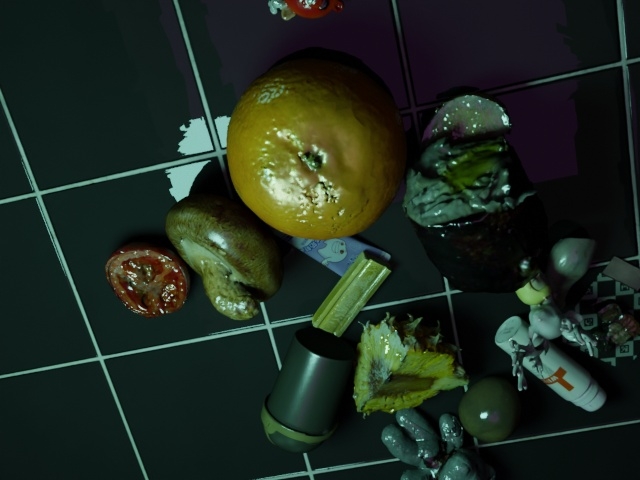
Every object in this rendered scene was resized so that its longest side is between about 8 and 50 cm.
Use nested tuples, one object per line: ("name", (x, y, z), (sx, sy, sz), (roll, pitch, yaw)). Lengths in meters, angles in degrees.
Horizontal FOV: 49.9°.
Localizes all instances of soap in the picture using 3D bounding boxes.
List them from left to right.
("soap", (0.080, 0.145, 1.823), (0.092, 0.037, 0.252), (27, 114, -22))

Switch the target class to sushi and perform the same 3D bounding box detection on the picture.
("sushi", (0.356, -0.054, 1.550), (0.281, 0.300, 0.294), (-19, 131, 18))
("sushi", (0.781, 0.230, 1.822), (0.231, 0.047, 0.220), (25, 111, -6))

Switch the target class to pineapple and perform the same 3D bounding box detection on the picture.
("pineapple", (0.248, 0.303, 1.845), (0.286, 0.209, 0.344), (2, 139, -25))

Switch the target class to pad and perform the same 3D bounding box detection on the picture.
("pad", (0.765, 0.140, 1.816), (0.113, 0.006, 0.188), (26, 111, -7))

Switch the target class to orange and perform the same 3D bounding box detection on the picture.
("orange", (-0.013, -0.200, 1.562), (0.423, 0.326, 0.424), (2, 106, 8))

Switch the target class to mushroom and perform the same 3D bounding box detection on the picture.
("mushroom", (-0.232, 0.021, 1.681), (0.345, 0.239, 0.345), (26, 131, 35))
("mushroom", (0.625, 0.087, 1.760), (0.116, 0.093, 0.225), (13, 106, -24))

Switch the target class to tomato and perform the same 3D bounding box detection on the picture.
("tomato", (-0.448, 0.092, 1.822), (0.227, 0.101, 0.228), (3, 118, 6))

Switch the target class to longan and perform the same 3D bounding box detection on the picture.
("longan", (0.461, 0.461, 1.868), (0.189, 0.189, 0.189), (1, 110, 3))

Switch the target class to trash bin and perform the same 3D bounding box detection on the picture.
("trash bin", (-0.036, 0.424, 1.859), (0.214, 0.214, 0.334), (20, 105, -4))

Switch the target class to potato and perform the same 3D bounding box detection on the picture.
("potato", (0.328, -0.273, 1.644), (0.243, 0.098, 0.138), (-25, 101, 23))

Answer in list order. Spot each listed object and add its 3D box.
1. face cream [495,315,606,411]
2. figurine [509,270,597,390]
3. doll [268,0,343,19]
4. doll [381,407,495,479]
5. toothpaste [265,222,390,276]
("face cream", (0.626, 0.341, 1.847), (0.345, 0.102, 0.102), (38, 108, -9))
("figurine", (0.500, 0.181, 1.659), (0.316, 0.284, 0.206), (46, 115, 11))
("doll", (-0.045, -0.583, 1.560), (0.217, 0.085, 0.183), (43, 106, -2))
("doll", (0.329, 0.608, 1.908), (0.340, 0.158, 0.246), (48, 68, -4))
("toothpaste", (0.000, 0.000, 1.782), (0.371, 0.080, 0.125), (29, 109, -17))
